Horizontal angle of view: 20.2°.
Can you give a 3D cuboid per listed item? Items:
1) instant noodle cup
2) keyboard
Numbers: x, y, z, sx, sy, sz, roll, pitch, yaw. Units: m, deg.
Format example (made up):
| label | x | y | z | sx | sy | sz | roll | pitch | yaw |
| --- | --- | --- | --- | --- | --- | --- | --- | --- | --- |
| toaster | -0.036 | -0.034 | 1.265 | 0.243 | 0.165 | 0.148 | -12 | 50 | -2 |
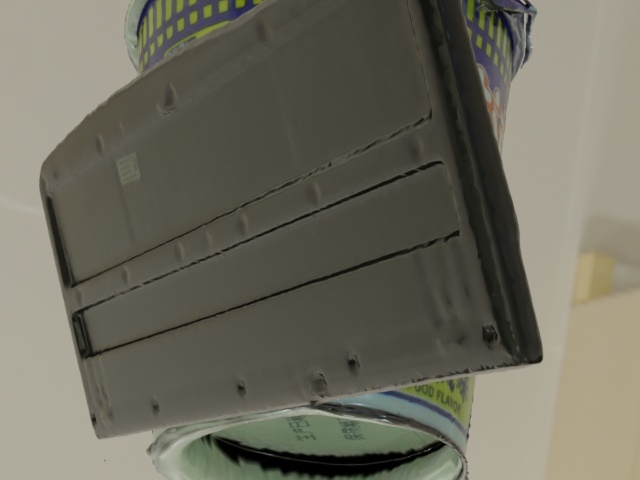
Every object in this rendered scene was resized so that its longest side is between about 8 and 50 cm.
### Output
| label | x | y | z | sx | sy | sz | roll | pitch | yaw |
| --- | --- | --- | --- | --- | --- | --- | --- | --- | --- |
| instant noodle cup | 0.000 | 0.000 | 1.149 | 0.284 | 0.312 | 0.284 | 2 | 153 | 1 |
| keyboard | -0.051 | 0.010 | 0.508 | 0.041 | 0.103 | 0.381 | -11 | 177 | -31 |
